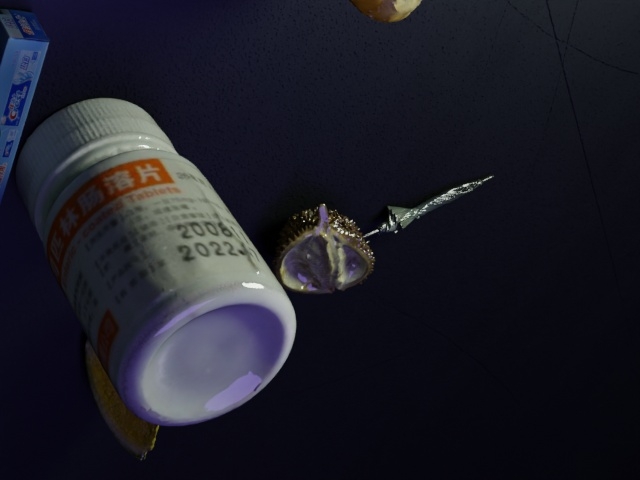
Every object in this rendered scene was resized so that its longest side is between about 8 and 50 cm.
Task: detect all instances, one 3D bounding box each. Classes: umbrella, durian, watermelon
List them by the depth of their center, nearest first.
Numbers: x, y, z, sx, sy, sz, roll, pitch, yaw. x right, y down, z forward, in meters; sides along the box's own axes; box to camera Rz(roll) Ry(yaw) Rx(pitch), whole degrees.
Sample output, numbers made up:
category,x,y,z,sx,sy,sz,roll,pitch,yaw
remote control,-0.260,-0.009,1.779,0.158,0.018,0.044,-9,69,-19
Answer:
category,x,y,z,sx,sy,sz,roll,pitch,yaw
watermelon,-0.250,0.165,1.661,0.123,0.129,0.301,-9,128,-32
durian,0.000,0.000,1.710,0.149,0.091,0.188,-7,145,-4
umbrella,0.152,-0.052,1.826,0.269,0.044,0.044,-27,114,-25

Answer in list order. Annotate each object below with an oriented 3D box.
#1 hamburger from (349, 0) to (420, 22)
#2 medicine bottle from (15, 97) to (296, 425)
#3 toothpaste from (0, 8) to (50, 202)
category,x,y,z,sx,sy,sz,roll,pitch,yaw
hamburger,0.049,-0.362,1.294,0.163,0.244,0.244,-36,142,19
medicine bottle,-0.198,0.015,1.367,0.211,0.371,0.211,-21,138,-20
toothpaste,-0.367,-0.125,1.346,0.053,0.066,0.272,0,128,-37
